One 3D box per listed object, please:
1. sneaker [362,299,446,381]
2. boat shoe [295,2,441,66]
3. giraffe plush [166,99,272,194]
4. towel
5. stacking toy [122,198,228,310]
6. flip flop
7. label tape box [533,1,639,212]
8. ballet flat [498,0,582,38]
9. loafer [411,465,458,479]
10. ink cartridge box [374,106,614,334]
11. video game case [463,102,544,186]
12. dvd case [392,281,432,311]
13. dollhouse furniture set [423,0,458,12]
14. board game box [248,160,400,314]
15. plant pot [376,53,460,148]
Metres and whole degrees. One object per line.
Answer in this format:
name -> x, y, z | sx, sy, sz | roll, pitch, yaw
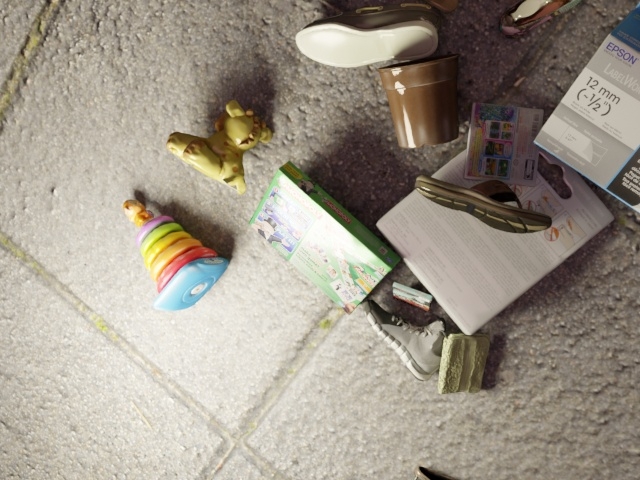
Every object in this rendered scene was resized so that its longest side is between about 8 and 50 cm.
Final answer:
sneaker -> 0.207, 0.192, 1.509 | 0.132, 0.086, 0.228 | -39, 98, 16
boat shoe -> 0.099, -0.430, 1.405 | 0.305, 0.091, 0.109 | 4, 146, 23
giraffe plush -> -0.210, -0.221, 1.519 | 0.210, 0.181, 0.170 | 30, 87, 21
towel -> 0.313, 0.270, 1.484 | 0.110, 0.027, 0.148 | 2, 109, -15
stacking toy -> -0.377, 0.007, 1.628 | 0.166, 0.175, 0.302 | -48, 71, 19
flip flop -> 0.325, -0.085, 1.342 | 0.277, 0.112, 0.080 | 21, 78, 10
label tape box -> 0.594, -0.257, 1.220 | 0.249, 0.115, 0.347 | 39, 125, 16
ballet flat -> 0.441, -0.465, 1.296 | 0.221, 0.079, 0.077 | -32, 90, 20
loafer -> 0.332, 0.584, 1.538 | 0.268, 0.096, 0.084 | 8, 97, 18
ink cartridge box -> 0.357, -0.039, 1.427 | 0.385, 0.091, 0.308 | -40, 87, 3
video game case -> 0.370, -0.194, 1.373 | 0.143, 0.019, 0.157 | 7, 89, 4
dvd case -> 0.199, 0.124, 1.476 | 0.087, 0.119, 0.013 | 20, 77, 13
dollhouse furniture set -> 0.303, -0.557, 1.256 | 0.161, 0.212, 0.242 | 34, 82, 10
board game box -> 0.000, 0.000, 1.495 | 0.317, 0.046, 0.213 | 42, 139, 5
plant pot -> 0.207, -0.279, 1.372 | 0.167, 0.167, 0.165 | -5, 107, 18
